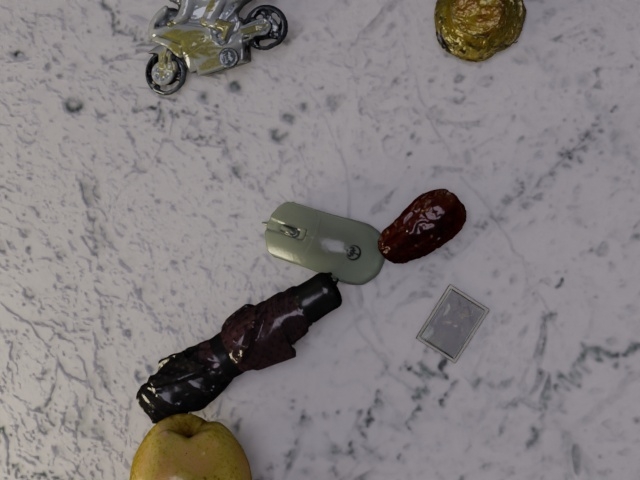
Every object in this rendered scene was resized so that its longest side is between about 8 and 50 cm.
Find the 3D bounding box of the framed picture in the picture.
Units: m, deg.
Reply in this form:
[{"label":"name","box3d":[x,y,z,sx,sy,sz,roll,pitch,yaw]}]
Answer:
[{"label":"framed picture","box3d":[0.180,0.114,1.507,0.066,0.006,0.089,33,93,10]}]

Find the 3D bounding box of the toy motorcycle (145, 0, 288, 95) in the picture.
[{"label":"toy motorcycle","box3d":[-0.161,-0.303,1.557,0.229,0.074,0.151,-22,89,17]}]

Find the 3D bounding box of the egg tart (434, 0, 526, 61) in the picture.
[{"label":"egg tart","box3d":[0.217,-0.307,1.504,0.130,0.052,0.130,-1,84,8]}]

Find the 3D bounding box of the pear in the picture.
[{"label":"pear","box3d":[-0.174,0.319,1.477,0.178,0.178,0.178,-1,87,10]}]

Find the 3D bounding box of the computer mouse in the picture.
[{"label":"computer mouse","box3d":[0.000,0.000,1.522,0.182,0.056,0.089,19,86,11]}]

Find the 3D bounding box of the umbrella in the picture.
[{"label":"umbrella","box3d":[-0.108,0.147,1.514,0.326,0.094,0.090,-32,43,9]}]

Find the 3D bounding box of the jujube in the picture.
[{"label":"jujube","box3d":[0.135,-0.018,1.490,0.129,0.077,0.077,-34,82,10]}]
